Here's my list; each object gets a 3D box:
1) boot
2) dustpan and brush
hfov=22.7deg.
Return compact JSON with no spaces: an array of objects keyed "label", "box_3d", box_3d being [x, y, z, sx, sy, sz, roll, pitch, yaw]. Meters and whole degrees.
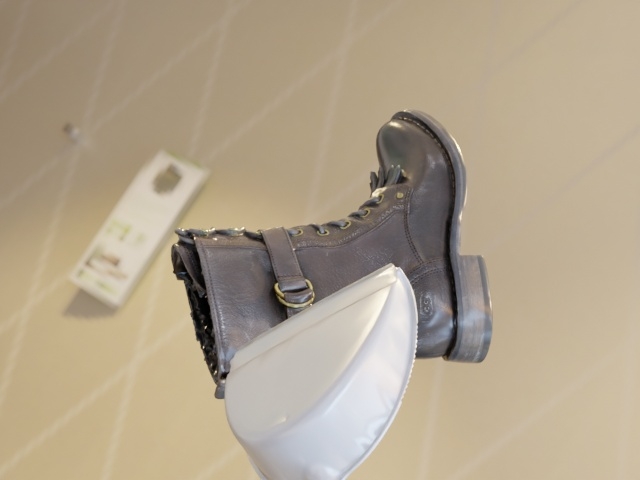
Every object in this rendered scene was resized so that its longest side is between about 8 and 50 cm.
[{"label":"boot","box_3d":[0.000,0.000,1.219,0.229,0.263,0.091,-1,-41,-13]},{"label":"dustpan and brush","box_3d":[-0.002,0.123,0.964,0.147,0.211,0.060,-30,-65,26]}]
